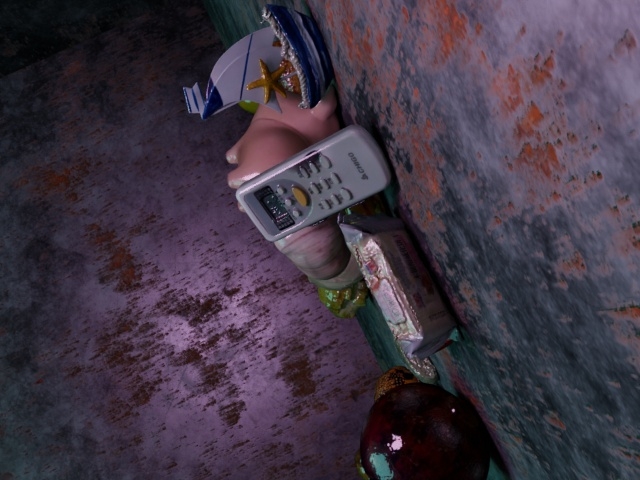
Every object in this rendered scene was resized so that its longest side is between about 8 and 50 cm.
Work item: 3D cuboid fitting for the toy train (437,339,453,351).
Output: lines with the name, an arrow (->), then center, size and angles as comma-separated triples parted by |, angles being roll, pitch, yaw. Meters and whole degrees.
toy train -> 0.177, 0.117, 1.509 | 0.409, 0.086, 0.089 | 60, 174, 47

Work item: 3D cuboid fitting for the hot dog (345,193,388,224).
hot dog -> 0.118, -0.017, 1.424 | 0.062, 0.092, 0.236 | 17, 137, 61

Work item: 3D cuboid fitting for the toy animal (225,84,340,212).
toy animal -> -0.073, -0.194, 1.443 | 0.326, 0.269, 0.237 | -101, -4, -46

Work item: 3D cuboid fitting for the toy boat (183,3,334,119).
toy boat -> -0.127, -0.322, 1.288 | 0.067, 0.290, 0.221 | -119, 5, -60

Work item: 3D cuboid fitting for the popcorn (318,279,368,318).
popcorn -> 0.083, 0.187, 2.496 | 0.221, 0.183, 0.204 | 70, 179, -62

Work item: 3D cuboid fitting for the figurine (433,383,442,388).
figurine -> 0.321, 0.431, 1.852 | 0.106, 0.047, 0.060 | -126, 27, -89

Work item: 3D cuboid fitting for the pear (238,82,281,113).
pear -> -0.189, -0.467, 1.983 | 0.216, 0.166, 0.180 | 40, 155, 54

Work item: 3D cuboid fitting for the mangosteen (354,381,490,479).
mangosteen -> 0.219, 0.506, 1.539 | 0.306, 0.360, 0.306 | 33, -162, -12

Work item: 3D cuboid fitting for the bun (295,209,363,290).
bun -> 0.000, 0.000, 2.139 | 0.365, 0.219, 0.365 | 157, 90, -83

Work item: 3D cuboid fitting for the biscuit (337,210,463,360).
biscuit -> 0.148, 0.077, 1.269 | 0.186, 0.079, 0.309 | -7, -112, -53

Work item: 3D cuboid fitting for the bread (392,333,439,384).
bread -> 0.256, 0.316, 1.876 | 0.173, 0.064, 0.232 | 64, 175, -17

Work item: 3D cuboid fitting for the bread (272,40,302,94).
bread -> -0.079, -0.420, 1.706 | 0.193, 0.063, 0.193 | 157, 90, -88

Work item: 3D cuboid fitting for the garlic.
garlic -> 0.019, -0.035, 1.547 | 0.245, 0.253, 0.245 | 57, -164, -25

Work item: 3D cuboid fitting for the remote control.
remote control -> -0.012, -0.102, 1.254 | 0.140, 0.296, 0.056 | 55, -152, -22

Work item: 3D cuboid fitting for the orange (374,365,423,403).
orange -> 0.263, 0.487, 1.977 | 0.234, 0.182, 0.234 | 41, -165, -14
